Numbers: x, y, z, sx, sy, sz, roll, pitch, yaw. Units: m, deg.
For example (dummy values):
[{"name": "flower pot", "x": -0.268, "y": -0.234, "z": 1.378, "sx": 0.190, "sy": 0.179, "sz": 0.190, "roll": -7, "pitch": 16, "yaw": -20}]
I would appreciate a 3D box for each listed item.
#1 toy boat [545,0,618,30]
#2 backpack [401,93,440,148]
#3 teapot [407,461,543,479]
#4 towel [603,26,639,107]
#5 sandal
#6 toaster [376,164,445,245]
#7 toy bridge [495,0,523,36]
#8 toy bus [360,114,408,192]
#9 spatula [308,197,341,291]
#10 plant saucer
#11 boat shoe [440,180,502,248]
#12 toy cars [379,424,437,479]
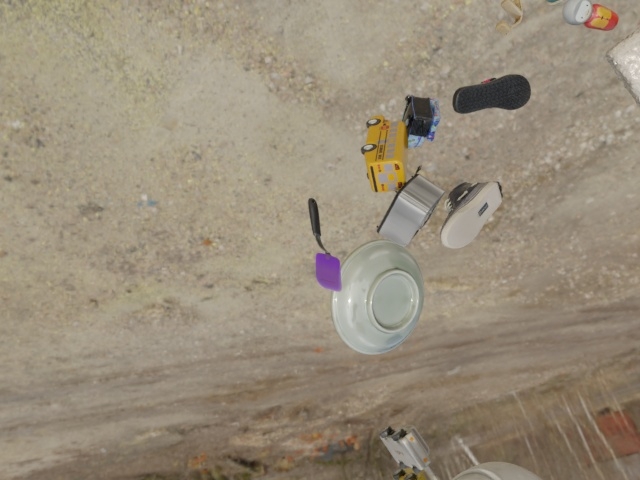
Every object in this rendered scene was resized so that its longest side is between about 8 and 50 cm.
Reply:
[{"name": "toy boat", "x": 0.655, "y": -0.671, "z": 1.352, "sx": 0.148, "sy": 0.318, "sz": 0.267, "roll": 6, "pitch": 160, "yaw": -21}, {"name": "backpack", "x": 0.343, "y": -0.403, "z": 1.901, "sx": 0.117, "sy": 0.158, "sz": 0.173, "roll": 6, "pitch": 136, "yaw": -3}, {"name": "teapot", "x": 0.309, "y": 0.507, "z": 0.970, "sx": 0.256, "sy": 0.252, "sz": 0.187, "roll": -43, "pitch": 115, "yaw": 15}, {"name": "towel", "x": 0.522, "y": -0.182, "z": 0.684, "sx": 0.187, "sy": 0.282, "sz": 0.049, "roll": -35, "pitch": -179, "yaw": 18}, {"name": "sandal", "x": 0.322, "y": -0.278, "z": 1.022, "sx": 0.179, "sy": 0.040, "sz": 0.067, "roll": -11, "pitch": 114, "yaw": -18}, {"name": "toaster", "x": 0.265, "y": -0.096, "z": 1.565, "sx": 0.168, "sy": 0.110, "sz": 0.185, "roll": -41, "pitch": 161, "yaw": -51}, {"name": "toy bridge", "x": 0.490, "y": -0.591, "z": 1.377, "sx": 0.063, "sy": 0.188, "sz": 0.026, "roll": 31, "pitch": 151, "yaw": -23}, {"name": "toy bus", "x": 0.207, "y": -0.285, "z": 1.703, "sx": 0.130, "sy": 0.332, "sz": 0.108, "roll": -6, "pitch": 126, "yaw": 16}, {"name": "spatula", "x": 0.000, "y": 0.000, "z": 1.420, "sx": 0.084, "sy": 0.296, "sz": 0.030, "roll": 17, "pitch": 133, "yaw": -35}, {"name": "plant saucer", "x": 0.223, "y": 0.198, "z": 1.818, "sx": 0.400, "sy": 0.400, "sz": 0.100, "roll": 3, "pitch": -176, "yaw": -32}, {"name": "boat shoe", "x": 0.495, "y": -0.094, "z": 1.916, "sx": 0.340, "sy": 0.127, "sz": 0.158, "roll": -38, "pitch": -152, "yaw": -28}, {"name": "toy cars", "x": 0.240, "y": 0.563, "z": 1.355, "sx": 0.087, "sy": 0.176, "sz": 0.393, "roll": -32, "pitch": 131, "yaw": -18}]
